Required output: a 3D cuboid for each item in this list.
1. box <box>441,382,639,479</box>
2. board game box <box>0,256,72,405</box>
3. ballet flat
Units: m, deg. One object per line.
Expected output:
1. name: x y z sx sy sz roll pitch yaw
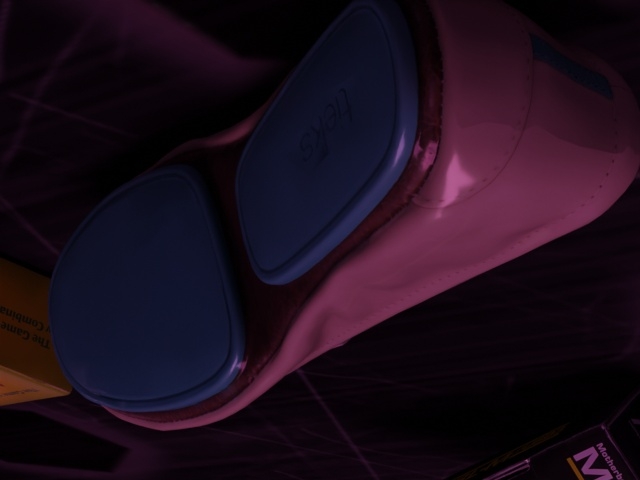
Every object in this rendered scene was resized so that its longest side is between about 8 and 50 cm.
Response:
1. box: 0.108 0.178 0.706 0.184 0.191 0.045 -35 178 37
2. board game box: -0.188 0.015 0.643 0.181 0.043 0.092 27 152 -37
3. ballet flat: 0.000 0.000 0.487 0.086 0.086 0.248 20 156 -23
